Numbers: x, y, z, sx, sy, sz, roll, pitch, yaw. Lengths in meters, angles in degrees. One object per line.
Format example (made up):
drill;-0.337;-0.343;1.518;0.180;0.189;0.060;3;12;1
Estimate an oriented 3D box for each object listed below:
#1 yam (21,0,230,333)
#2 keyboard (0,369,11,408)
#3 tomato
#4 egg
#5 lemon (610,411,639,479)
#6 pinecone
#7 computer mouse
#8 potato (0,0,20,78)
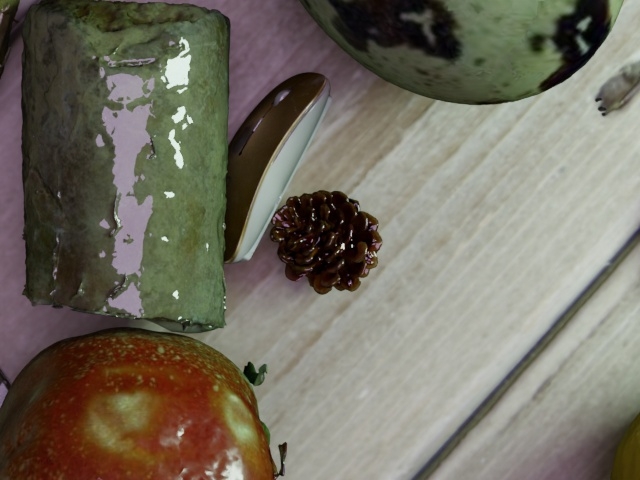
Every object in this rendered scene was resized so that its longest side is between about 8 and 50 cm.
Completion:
yam;-0.172;-0.070;1.330;0.195;0.195;0.300;0;91;-7
keyboard;-0.294;0.176;1.412;0.049;0.015;0.129;-33;95;-11
tomato;-0.174;0.221;1.281;0.239;0.303;0.303;10;90;-19
egg;0.100;-0.291;1.316;0.288;0.287;0.379;-35;87;-5
lemon;0.435;0.244;1.356;0.348;0.348;0.347;0;91;-7
pinecone;-0.002;-0.003;1.404;0.109;0.102;0.102;30;87;-42
computer mouse;-0.056;-0.072;1.396;0.045;0.102;0.199;28;88;-28
potato;-0.355;-0.188;1.330;0.169;0.143;0.248;23;89;3
